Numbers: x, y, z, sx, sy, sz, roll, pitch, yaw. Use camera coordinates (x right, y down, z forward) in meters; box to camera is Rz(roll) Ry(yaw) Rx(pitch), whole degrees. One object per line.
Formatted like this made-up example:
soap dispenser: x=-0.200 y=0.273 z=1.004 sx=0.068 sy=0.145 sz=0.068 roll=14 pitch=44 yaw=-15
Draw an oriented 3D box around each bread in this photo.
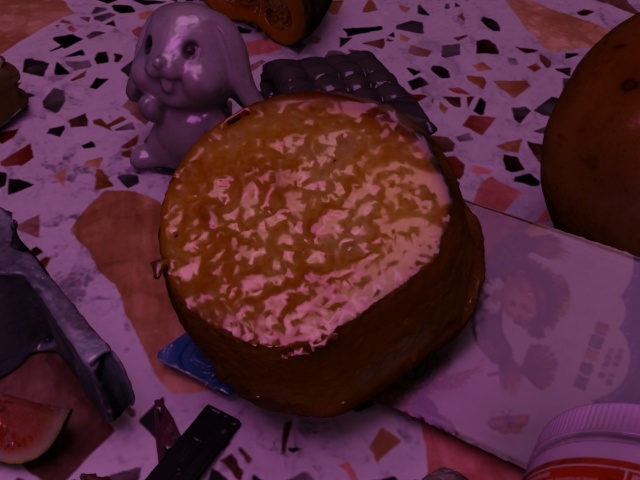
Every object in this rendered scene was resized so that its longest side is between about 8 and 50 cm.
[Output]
bread: x=0.000 y=0.000 z=0.907 sx=0.398 sy=0.215 sz=0.398 roll=-4 pitch=62 yaw=7

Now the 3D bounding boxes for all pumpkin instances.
pumpkin: x=-0.092 y=-0.566 z=1.517 sx=0.325 sy=0.242 sz=0.232 roll=31 pitch=62 yaw=19

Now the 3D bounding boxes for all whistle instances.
whistle: x=-0.390 y=0.081 z=0.942 sx=0.405 sy=0.168 sz=0.188 roll=13 pitch=48 yaw=11

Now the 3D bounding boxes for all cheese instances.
cheese: x=-0.105 y=0.094 z=1.018 sx=0.135 sy=0.052 sz=0.245 roll=22 pitch=51 yaw=18

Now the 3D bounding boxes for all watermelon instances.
watermelon: x=-0.365 y=0.210 z=0.895 sx=0.163 sy=0.087 sz=0.069 roll=14 pitch=11 yaw=8

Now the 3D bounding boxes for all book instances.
book: x=0.294 y=0.137 z=0.919 sx=0.428 sy=0.039 sz=0.300 roll=21 pitch=73 yaw=20

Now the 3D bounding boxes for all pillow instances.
pillow: x=0.030 y=-0.230 z=1.276 sx=0.228 sy=0.101 sz=0.326 roll=-8 pitch=39 yaw=-13

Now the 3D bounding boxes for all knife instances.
knife: x=-0.163 y=0.282 z=0.863 sx=0.035 sy=0.018 sz=0.247 roll=-11 pitch=47 yaw=-13

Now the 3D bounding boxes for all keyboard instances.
keyboard: x=-0.154 y=0.254 z=0.878 sx=0.053 sy=0.010 sz=0.155 roll=24 pitch=41 yaw=17

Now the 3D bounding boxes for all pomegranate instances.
pomegranate: x=0.510 y=-0.117 z=1.029 sx=0.416 sy=0.416 sz=0.416 roll=1 pitch=47 yaw=-1

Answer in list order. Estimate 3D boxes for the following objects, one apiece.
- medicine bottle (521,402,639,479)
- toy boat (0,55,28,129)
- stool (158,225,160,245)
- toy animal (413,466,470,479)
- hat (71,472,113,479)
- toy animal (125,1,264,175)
medicine bottle: x=0.287 y=0.318 z=0.682 sx=0.252 sy=0.252 sz=0.241 roll=23 pitch=50 yaw=19
toy boat: x=-0.636 y=-0.201 z=1.258 sx=0.121 sy=0.089 sz=0.321 roll=22 pitch=51 yaw=26
stool: x=-0.171 y=-0.007 z=1.086 sx=0.096 sy=0.096 sz=0.110 roll=30 pitch=49 yaw=24
toy animal: x=0.138 y=0.315 z=0.799 sx=0.098 sy=0.098 sz=0.137 roll=-14 pitch=67 yaw=-15
hat: x=-0.212 y=0.360 z=0.727 sx=0.237 sy=0.107 sz=0.286 roll=-6 pitch=51 yaw=-21
toy animal: x=-0.186 y=-0.224 z=1.188 sx=0.249 sy=0.289 sz=0.174 roll=28 pitch=47 yaw=-4
